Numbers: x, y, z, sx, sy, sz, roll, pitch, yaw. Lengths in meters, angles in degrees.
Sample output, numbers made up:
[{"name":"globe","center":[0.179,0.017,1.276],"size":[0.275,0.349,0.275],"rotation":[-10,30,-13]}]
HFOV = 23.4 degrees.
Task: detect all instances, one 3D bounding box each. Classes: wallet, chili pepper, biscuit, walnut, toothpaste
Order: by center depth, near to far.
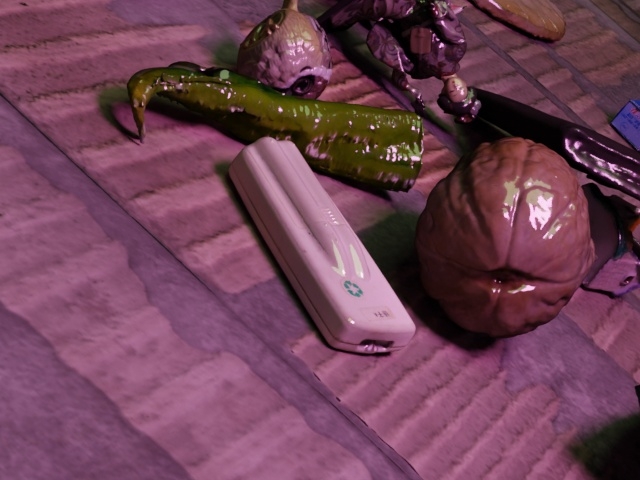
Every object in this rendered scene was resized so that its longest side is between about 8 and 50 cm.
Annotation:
[{"name":"walnut","center":[0.176,-0.009,1.447],"size":[0.178,0.178,0.230],"rotation":[38,23,0]},{"name":"chili pepper","center":[-0.042,-0.108,1.449],"size":[0.359,0.085,0.076],"rotation":[8,-1,-40]},{"name":"wallet","center":[0.292,-0.107,1.775],"size":[0.197,0.051,0.377],"rotation":[24,8,-17]},{"name":"toothpaste","center":[0.540,-0.099,2.246],"size":[0.272,0.053,0.066],"rotation":[47,26,20]},{"name":"biscuit","center":[0.324,-0.364,2.430],"size":[0.141,0.038,0.290],"rotation":[45,25,14]}]

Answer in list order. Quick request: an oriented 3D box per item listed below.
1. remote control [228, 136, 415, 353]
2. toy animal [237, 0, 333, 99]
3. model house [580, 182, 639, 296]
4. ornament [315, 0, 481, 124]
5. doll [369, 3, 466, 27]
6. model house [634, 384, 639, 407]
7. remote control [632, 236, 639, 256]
[{"name":"remote control","center":[-0.001,0.001,1.332],"size":[0.090,0.049,0.230],"rotation":[8,39,-44]},{"name":"toy animal","center":[-0.028,-0.191,1.570],"size":[0.098,0.098,0.137],"rotation":[34,43,-10]},{"name":"model house","center":[0.328,0.003,1.733],"size":[0.100,0.088,0.101],"rotation":[15,33,-38]},{"name":"ornament","center":[0.113,-0.213,1.782],"size":[0.196,0.166,0.153],"rotation":[55,27,1]},{"name":"doll","center":[0.082,-0.322,1.947],"size":[0.180,0.107,0.110],"rotation":[40,2,-12]},{"name":"model house","center":[0.463,0.248,1.389],"size":[0.295,0.251,0.329],"rotation":[36,33,-74]},{"name":"remote control","center":[0.403,0.025,1.886],"size":[0.091,0.016,0.034],"rotation":[47,10,18]}]
